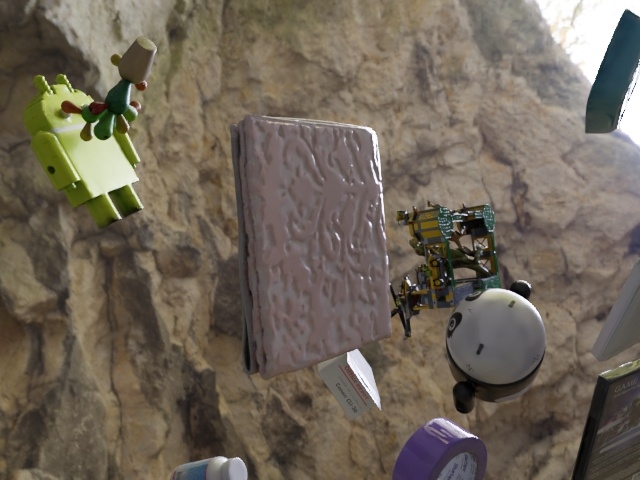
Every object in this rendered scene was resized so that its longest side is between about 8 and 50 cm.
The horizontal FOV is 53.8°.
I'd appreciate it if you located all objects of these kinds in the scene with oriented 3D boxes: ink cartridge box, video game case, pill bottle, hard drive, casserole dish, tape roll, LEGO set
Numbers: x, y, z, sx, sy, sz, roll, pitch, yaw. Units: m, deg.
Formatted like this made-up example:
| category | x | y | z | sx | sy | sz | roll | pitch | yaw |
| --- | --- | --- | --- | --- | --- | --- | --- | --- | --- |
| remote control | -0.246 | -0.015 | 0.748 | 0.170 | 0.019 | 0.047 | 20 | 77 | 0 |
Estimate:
| category | x | y | z | sx | sy | sz | roll | pitch | yaw |
| --- | --- | --- | --- | --- | --- | --- | --- | --- | --- |
| ink cartridge box | 0.049 | 0.249 | 1.174 | 0.067 | 0.115 | 0.198 | -34 | -171 | 4 |
| video game case | 0.495 | 0.311 | 1.027 | 0.196 | 0.274 | 0.026 | -11 | -154 | -28 |
| pill bottle | -0.243 | 0.521 | 1.375 | 0.160 | 0.087 | 0.087 | -20 | -144 | 25 |
| hard drive | 0.662 | 0.110 | 1.252 | 0.203 | 0.308 | 0.040 | -23 | -128 | -15 |
| casserole dish | 0.339 | -0.183 | 0.719 | 0.037 | 0.188 | 0.114 | 22 | -88 | 23 |
| tape roll | 0.234 | 0.450 | 1.231 | 0.189 | 0.189 | 0.080 | -38 | -144 | -23 |
| LEGO set | 0.232 | 0.042 | 1.319 | 0.192 | 0.255 | 0.331 | -9 | -174 | 36 |

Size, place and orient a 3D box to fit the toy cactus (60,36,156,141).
| category | x | y | z | sx | sy | sz | roll | pitch | yaw |
| --- | --- | --- | --- | --- | --- | --- | --- | --- | --- |
| toy cactus | -0.332 | -0.261 | 1.043 | 0.180 | 0.112 | 0.219 | -48 | -163 | 33 |

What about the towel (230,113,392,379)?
| category | x | y | z | sx | sy | sz | roll | pitch | yaw |
| --- | --- | --- | --- | --- | --- | --- | --- | --- | --- |
| towel | 0.000 | 0.000 | 0.885 | 0.053 | 0.332 | 0.317 | -2 | -177 | 37 |

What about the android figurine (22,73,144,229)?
| category | x | y | z | sx | sy | sz | roll | pitch | yaw |
| --- | --- | --- | --- | --- | --- | --- | --- | --- | --- |
| android figurine | -0.406 | -0.158 | 1.092 | 0.056 | 0.273 | 0.248 | -23 | -172 | 18 |

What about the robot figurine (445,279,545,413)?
| category | x | y | z | sx | sy | sz | roll | pitch | yaw |
| --- | --- | --- | --- | --- | --- | --- | --- | --- | --- |
| robot figurine | 0.312 | 0.194 | 1.148 | 0.173 | 0.278 | 0.209 | -11 | -117 | 9 |
